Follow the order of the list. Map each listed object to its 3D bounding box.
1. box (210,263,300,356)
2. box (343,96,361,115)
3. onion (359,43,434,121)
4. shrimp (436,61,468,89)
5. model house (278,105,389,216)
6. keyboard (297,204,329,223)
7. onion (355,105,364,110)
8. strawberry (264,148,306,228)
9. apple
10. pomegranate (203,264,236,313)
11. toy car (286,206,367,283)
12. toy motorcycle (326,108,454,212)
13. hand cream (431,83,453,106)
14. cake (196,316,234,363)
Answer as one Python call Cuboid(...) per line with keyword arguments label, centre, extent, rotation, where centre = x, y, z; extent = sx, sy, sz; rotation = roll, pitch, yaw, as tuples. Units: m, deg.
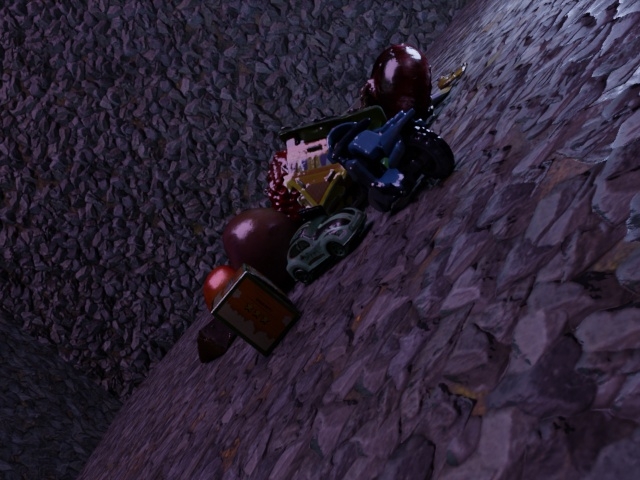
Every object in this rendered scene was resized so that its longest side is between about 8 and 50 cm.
Cuboid(label="box", centre=(-0.167, 0.169, 1.481), extent=(0.148, 0.177, 0.195), rotation=(-49, 8, -3))
Cuboid(label="box", centre=(0.266, -0.613, 2.562), extent=(0.367, 0.090, 0.373), rotation=(-27, -13, -49))
Cuboid(label="onion", centre=(0.238, -0.478, 1.860), extent=(0.314, 0.233, 0.313), rotation=(-175, 90, -81))
Cuboid(label="shrimp", centre=(0.454, -0.573, 2.001), extent=(0.124, 0.034, 0.178), rotation=(-40, 9, 21))
Cuboid(label="model house", centre=(0.076, -0.195, 1.753), extent=(0.358, 0.312, 0.242), rotation=(-11, -21, 16))
Cuboid(label="keyboard", centre=(-0.001, -0.046, 1.650), extent=(0.072, 0.023, 0.231), rotation=(-13, -21, 11))
Cuboid(label="onion", centre=(0.171, -0.380, 2.111), extent=(0.246, 0.190, 0.246), rotation=(-158, 90, -89))
Cuboid(label="strawberry", centre=(-0.017, -0.197, 2.079), extent=(0.345, 0.295, 0.317), rotation=(-1, 81, 45))
Cuboid(label="apple", centre=(-0.181, 0.024, 1.869), extent=(0.235, 0.305, 0.306), rotation=(-27, 4, -11))
Cuboid(label="pomegranate", centre=(-0.311, 0.190, 2.072), extent=(0.210, 0.210, 0.235), rotation=(-51, 42, -9))
Cuboid(label="toy car", centre=(0.000, 0.000, 1.551), extent=(0.306, 0.125, 0.136), rotation=(-42, 11, 49))
Cuboid(label="toy motorcycle", centre=(0.137, -0.197, 1.332), extent=(0.172, 0.232, 0.416), rotation=(-49, 9, -13))
Cuboid(label="hand cream", centre=(0.371, -0.465, 1.957), extent=(0.174, 0.047, 0.076), rotation=(-33, 14, 35))
Cuboid(label="cake", centre=(-0.375, 0.368, 2.078), extent=(0.116, 0.113, 0.295), rotation=(-53, -4, -30))
